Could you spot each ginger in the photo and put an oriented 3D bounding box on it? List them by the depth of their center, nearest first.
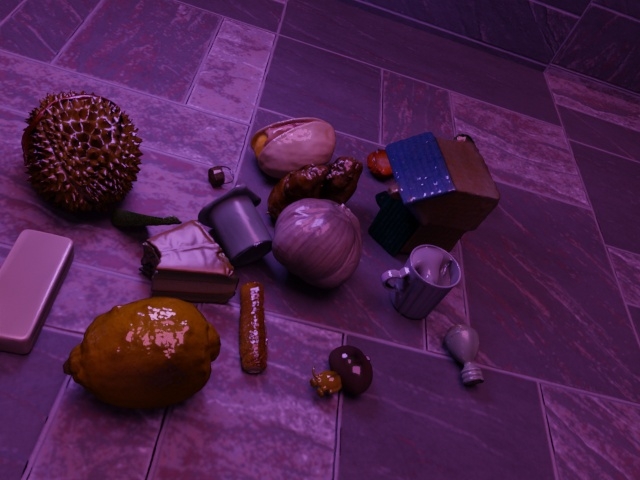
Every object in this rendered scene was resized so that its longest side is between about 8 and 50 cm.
[{"bbox_3d":[-0.006,-0.186,1.924,0.358,0.274,0.152,-17,63,-34],"label":"ginger"}]

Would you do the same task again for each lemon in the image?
[{"bbox_3d":[-0.411,0.266,1.363,0.316,0.285,0.285,0,44,14],"label":"lemon"}]

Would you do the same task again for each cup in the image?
[{"bbox_3d":[0.301,0.127,1.816,0.221,0.202,0.167,24,45,0],"label":"cup"}]

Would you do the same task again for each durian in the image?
[{"bbox_3d":[-0.703,-0.265,1.695,0.348,0.348,0.384,-21,87,-35],"label":"durian"}]

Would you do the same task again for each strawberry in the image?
[{"bbox_3d":[0.261,-0.297,2.280,0.188,0.082,0.121,-4,71,-37],"label":"strawberry"}]

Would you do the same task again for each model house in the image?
[{"bbox_3d":[0.342,-0.154,1.962,0.343,0.382,0.334,7,47,-20],"label":"model house"}]

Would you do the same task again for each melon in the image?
[{"bbox_3d":[-0.509,-0.055,1.681,0.114,0.262,0.053,23,76,-55],"label":"melon"}]

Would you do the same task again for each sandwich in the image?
[{"bbox_3d":[-0.379,0.093,1.604,0.198,0.155,0.227,-28,65,-36],"label":"sandwich"}]

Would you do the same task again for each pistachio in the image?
[{"bbox_3d":[-0.092,-0.339,2.060,0.309,0.230,0.229,-10,54,-19],"label":"pistachio"}]

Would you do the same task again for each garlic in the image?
[{"bbox_3d":[0.000,0.000,1.743,0.317,0.259,0.317,45,4,-4],"label":"garlic"}]

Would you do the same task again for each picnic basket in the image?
[{"bbox_3d":[-0.339,-0.226,1.968,0.083,0.072,0.072,-13,56,-32],"label":"picnic basket"}]

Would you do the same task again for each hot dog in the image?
[{"bbox_3d":[-0.190,0.235,1.613,0.083,0.068,0.289,2,50,-12],"label":"hot dog"}]

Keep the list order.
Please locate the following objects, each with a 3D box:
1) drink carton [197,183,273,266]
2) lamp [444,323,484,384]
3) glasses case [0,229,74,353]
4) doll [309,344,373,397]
[{"bbox_3d":[-0.246,-0.031,1.757,0.191,0.185,0.189,-31,76,4],"label":"drink carton"},{"bbox_3d":[0.444,0.347,1.756,0.106,0.106,0.193,4,58,-19],"label":"lamp"},{"bbox_3d":[-0.757,0.123,1.472,0.144,0.076,0.336,15,46,-10],"label":"glasses case"},{"bbox_3d":[0.057,0.362,1.586,0.188,0.096,0.145,-5,46,-13],"label":"doll"}]
